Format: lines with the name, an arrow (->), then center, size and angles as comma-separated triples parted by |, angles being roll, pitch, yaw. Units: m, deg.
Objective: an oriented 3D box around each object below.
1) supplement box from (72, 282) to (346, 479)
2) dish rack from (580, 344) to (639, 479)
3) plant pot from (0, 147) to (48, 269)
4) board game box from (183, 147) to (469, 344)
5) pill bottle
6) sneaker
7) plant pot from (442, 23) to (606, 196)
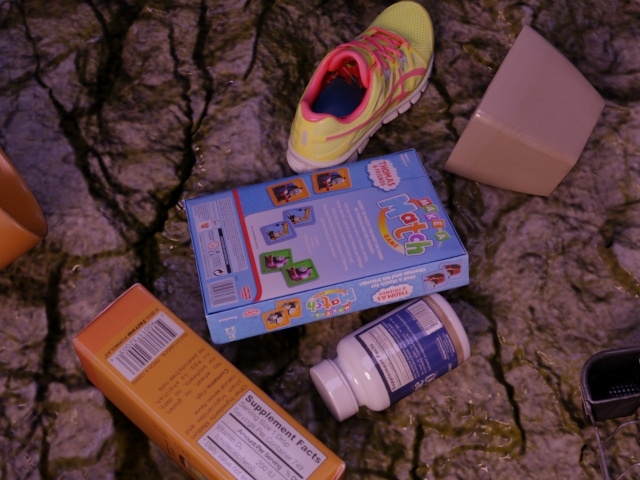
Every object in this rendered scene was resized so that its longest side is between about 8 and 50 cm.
supplement box -> -0.087, 0.140, 0.907 | 0.233, 0.078, 0.080 | 41, 67, 20
dish rack -> 0.318, 0.206, 0.857 | 0.208, 0.074, 0.272 | -9, 63, -1
plant pot -> -0.364, -0.027, 0.952 | 0.188, 0.205, 0.205 | -38, 66, 0
board game box -> 0.000, 0.000, 0.968 | 0.211, 0.039, 0.160 | -14, 38, -4
pill bottle -> 0.055, 0.095, 0.930 | 0.120, 0.067, 0.067 | -28, 64, -12
sneaker -> 0.043, -0.151, 1.047 | 0.081, 0.094, 0.208 | 26, 64, 17
plant pot -> 0.184, -0.102, 1.014 | 0.096, 0.109, 0.109 | 29, 66, 3
